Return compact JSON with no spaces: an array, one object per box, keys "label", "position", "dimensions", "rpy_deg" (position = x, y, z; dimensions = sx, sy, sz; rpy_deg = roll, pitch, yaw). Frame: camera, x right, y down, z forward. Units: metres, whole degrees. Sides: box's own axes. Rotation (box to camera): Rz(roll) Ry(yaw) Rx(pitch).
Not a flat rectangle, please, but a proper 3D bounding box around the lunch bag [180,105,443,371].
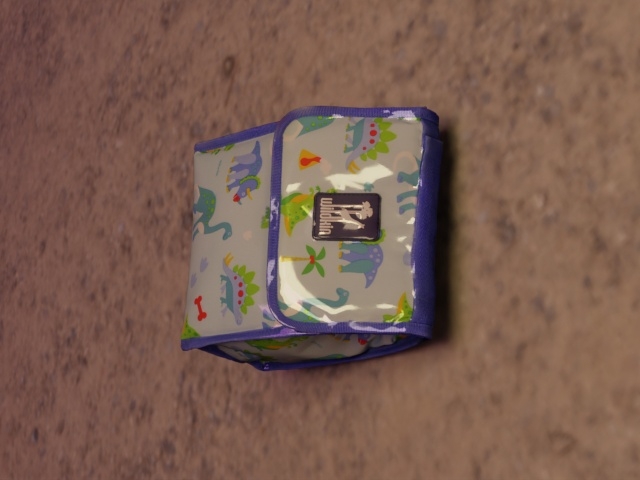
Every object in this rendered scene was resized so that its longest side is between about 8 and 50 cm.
[{"label":"lunch bag","position":[0.000,0.000,0.714],"dimensions":[0.151,0.096,0.129],"rpy_deg":[-9,71,37]}]
